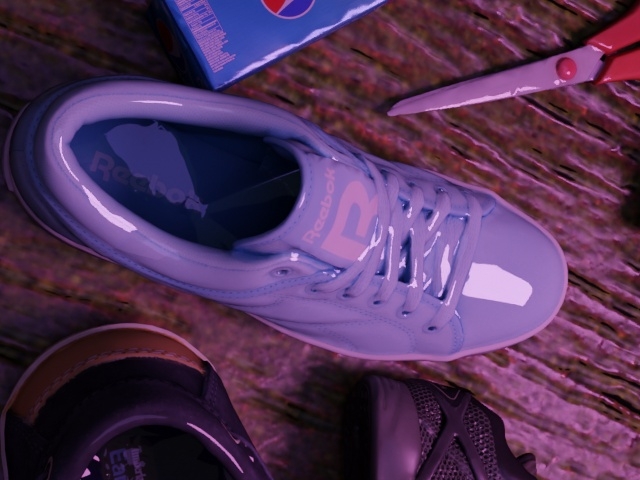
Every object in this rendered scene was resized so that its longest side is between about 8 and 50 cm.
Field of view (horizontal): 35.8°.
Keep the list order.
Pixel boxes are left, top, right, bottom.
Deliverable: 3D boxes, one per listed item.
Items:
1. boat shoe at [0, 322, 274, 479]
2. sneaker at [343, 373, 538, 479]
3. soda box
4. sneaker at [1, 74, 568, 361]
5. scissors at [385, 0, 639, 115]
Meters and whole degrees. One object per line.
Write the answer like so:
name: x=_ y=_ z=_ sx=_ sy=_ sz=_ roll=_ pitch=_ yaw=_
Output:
boat shoe: x=-0.063 y=0.294 z=0.561 sx=0.187 sy=0.156 sz=0.500 roll=-15 pitch=97 yaw=-18
sneaker: x=0.080 y=0.203 z=0.624 sx=0.130 sy=0.087 sz=0.227 roll=6 pitch=74 yaw=-14
soda box: x=0.001 y=-0.163 z=0.609 sx=0.210 sy=0.071 sz=0.067 roll=-30 pitch=99 yaw=-14
sneaker: x=0.000 y=0.000 z=0.573 sx=0.366 sy=0.150 sz=0.135 roll=12 pitch=89 yaw=-17
scissors: x=0.190 y=-0.115 z=0.694 sx=0.297 sy=0.021 sz=0.109 roll=-31 pitch=102 yaw=-15
